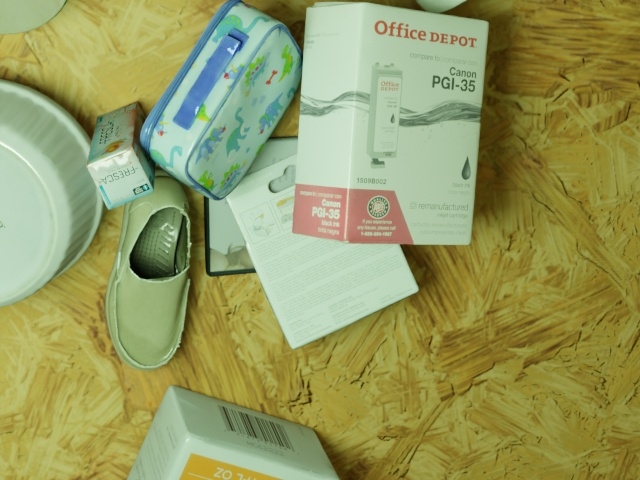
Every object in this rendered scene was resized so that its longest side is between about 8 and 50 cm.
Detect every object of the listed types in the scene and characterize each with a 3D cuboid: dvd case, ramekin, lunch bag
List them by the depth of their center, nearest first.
[{"bbox_3d":[-0.395,-0.044,1.437,0.272,0.127,0.273,1,112,2],"label":"ramekin"},{"bbox_3d":[-0.113,-0.166,1.467,0.090,0.176,0.219,31,87,16],"label":"lunch bag"},{"bbox_3d":[-0.027,-0.048,1.629,0.253,0.022,0.180,-5,109,-14],"label":"dvd case"}]

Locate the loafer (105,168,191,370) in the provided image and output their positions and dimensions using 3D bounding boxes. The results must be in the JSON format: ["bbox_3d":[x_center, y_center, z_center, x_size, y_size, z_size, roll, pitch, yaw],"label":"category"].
[{"bbox_3d":[-0.216,0.048,1.571,0.101,0.092,0.269,0,108,-15],"label":"loafer"}]

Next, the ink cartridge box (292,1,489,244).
[{"bbox_3d":[0.085,-0.140,1.519,0.207,0.117,0.283,1,96,-35],"label":"ink cartridge box"}]

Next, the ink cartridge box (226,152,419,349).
[{"bbox_3d":[0.000,0.000,1.626,0.189,0.066,0.232,-24,93,-6],"label":"ink cartridge box"}]

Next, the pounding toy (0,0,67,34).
[{"bbox_3d":[-0.383,-0.326,1.408,0.236,0.110,0.183,-24,129,25],"label":"pounding toy"}]

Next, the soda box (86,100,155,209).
[{"bbox_3d":[-0.232,-0.103,1.464,0.058,0.183,0.063,-22,113,4],"label":"soda box"}]

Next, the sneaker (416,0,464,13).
[{"bbox_3d":[0.202,-0.412,1.531,0.292,0.108,0.169,-42,116,12],"label":"sneaker"}]

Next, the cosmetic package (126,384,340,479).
[{"bbox_3d":[-0.179,0.451,1.682,0.230,0.161,0.453,20,103,-21],"label":"cosmetic package"}]
